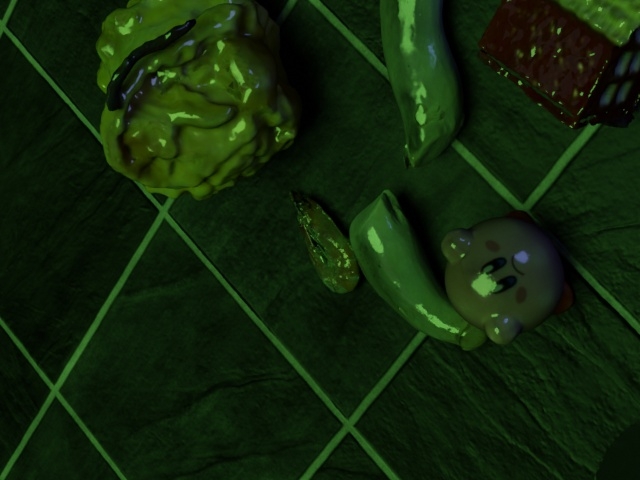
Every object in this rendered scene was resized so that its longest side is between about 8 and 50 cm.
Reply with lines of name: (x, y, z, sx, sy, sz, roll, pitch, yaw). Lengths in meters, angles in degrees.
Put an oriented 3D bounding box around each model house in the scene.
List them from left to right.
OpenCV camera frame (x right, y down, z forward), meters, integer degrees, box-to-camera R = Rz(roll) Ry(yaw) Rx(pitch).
model house: (0.345, -0.292, 1.682, 0.196, 0.160, 0.254, 43, 129, 28)

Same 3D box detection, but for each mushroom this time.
mushroom: (0.141, 0.061, 1.987, 0.270, 0.103, 0.118, 52, 132, 3)
mushroom: (0.139, -0.280, 1.901, 0.109, 0.097, 0.351, -2, 97, 37)

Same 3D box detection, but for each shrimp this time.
shrimp: (0.000, 0.000, 2.110, 0.101, 0.042, 0.190, -41, 76, 44)

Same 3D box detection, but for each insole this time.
insole: (0.475, 0.266, 1.828, 0.110, 0.012, 0.309, 41, 122, 24)

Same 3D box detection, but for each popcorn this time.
popcorn: (-0.210, -0.233, 2.025, 0.349, 0.382, 0.349, 1, 94, 22)

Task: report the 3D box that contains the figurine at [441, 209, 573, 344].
figurine: (0.251, 0.050, 1.847, 0.173, 0.173, 0.173, 10, 107, 35)
